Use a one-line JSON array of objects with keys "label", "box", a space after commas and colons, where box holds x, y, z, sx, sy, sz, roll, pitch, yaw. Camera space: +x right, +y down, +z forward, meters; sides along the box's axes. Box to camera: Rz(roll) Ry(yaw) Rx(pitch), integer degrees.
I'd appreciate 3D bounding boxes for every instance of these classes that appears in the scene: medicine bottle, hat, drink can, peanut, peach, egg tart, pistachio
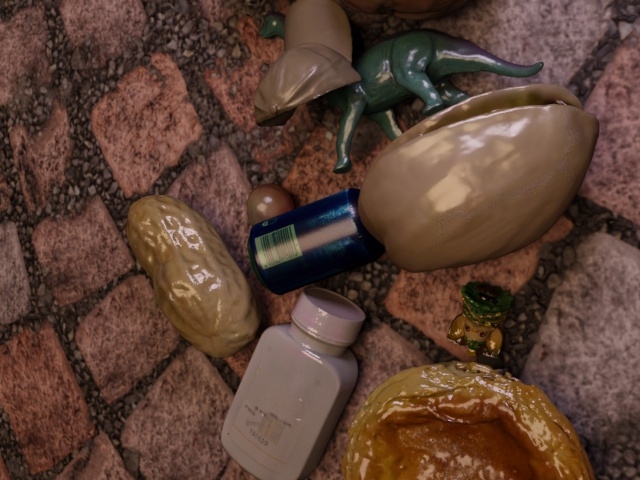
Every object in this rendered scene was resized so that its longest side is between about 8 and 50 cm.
[{"label": "medicine bottle", "box": [-0.037, 0.223, 1.297, 0.161, 0.111, 0.296, 30, 108, 26]}, {"label": "hat", "box": [-0.042, -0.265, 1.202, 0.166, 0.144, 0.173, -24, 84, 39]}, {"label": "drink can", "box": [0.000, 0.000, 1.246, 0.204, 0.118, 0.118, -19, 82, 15]}, {"label": "peanut", "box": [-0.214, 0.050, 1.375, 0.152, 0.152, 0.313, -40, 70, 25]}, {"label": "peach", "box": [-0.078, -0.050, 1.329, 0.083, 0.083, 0.083, 1, 92, 30]}, {"label": "egg tart", "box": [0.200, 0.329, 1.139, 0.352, 0.150, 0.352, 1, 91, 24]}, {"label": "pistachio", "box": [0.204, -0.081, 1.092, 0.331, 0.208, 0.226, -25, 124, 23]}]

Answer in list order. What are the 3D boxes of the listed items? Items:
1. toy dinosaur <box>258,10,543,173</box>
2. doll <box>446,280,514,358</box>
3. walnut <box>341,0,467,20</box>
[{"label": "toy dinosaur", "box": [0.093, -0.289, 1.223, 0.383, 0.129, 0.331, -28, 69, 26]}, {"label": "doll", "box": [0.228, 0.108, 1.179, 0.078, 0.077, 0.113, 20, 134, 20]}, {"label": "walnut", "box": [0.116, -0.432, 1.121, 0.273, 0.227, 0.273, -3, 84, 31]}]
